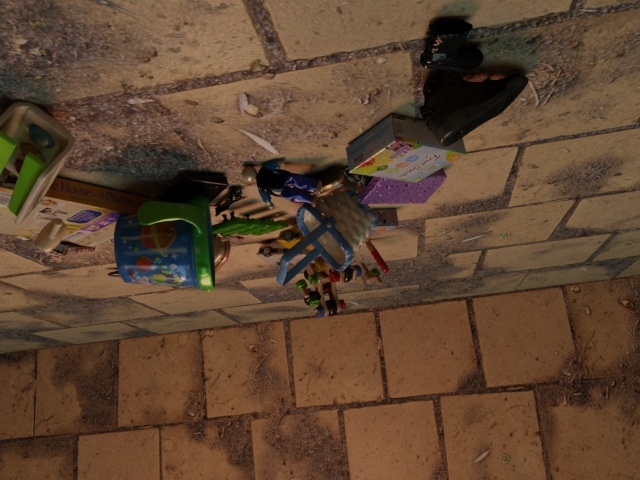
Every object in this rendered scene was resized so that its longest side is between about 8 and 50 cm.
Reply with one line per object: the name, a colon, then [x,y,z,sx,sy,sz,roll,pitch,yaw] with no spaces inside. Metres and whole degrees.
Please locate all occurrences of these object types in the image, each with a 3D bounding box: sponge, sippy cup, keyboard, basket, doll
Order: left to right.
sippy cup: [-0.380,0.014,1.573,0.224,0.305,0.240,-5,-153,-6]
keyboard: [-0.319,-0.103,1.667,0.201,0.033,0.317,6,161,-31]
doll: [-0.097,-0.132,1.528,0.189,0.046,0.129,18,117,-12]
basket: [0.000,0.000,1.719,0.289,0.201,0.255,-44,173,-19]
sponge: [0.210,-0.137,1.640,0.210,0.031,0.117,-2,148,-30]

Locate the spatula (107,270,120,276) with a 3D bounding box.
spatula: [-0.611,0.118,2.304,0.296,0.030,0.084,2,164,-26]

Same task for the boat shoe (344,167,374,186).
boat shoe: [0.108,-0.157,1.612,0.046,0.038,0.125,-18,160,36]

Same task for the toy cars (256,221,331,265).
toy cars: [-0.069,0.003,2.014,0.176,0.087,0.394,16,161,-19]

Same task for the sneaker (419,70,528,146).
sneaker: [0.281,-0.280,1.205,0.227,0.130,0.087,-31,163,-14]

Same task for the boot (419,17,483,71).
boot: [0.228,-0.329,1.072,0.121,0.045,0.099,-3,160,-8]

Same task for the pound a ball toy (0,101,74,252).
pound a ball toy: [-0.563,-0.121,1.279,0.208,0.135,0.319,38,145,-17]

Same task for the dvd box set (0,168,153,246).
dvd box set: [-0.677,-0.074,1.584,0.308,0.062,0.420,-20,159,39]

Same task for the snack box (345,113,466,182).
snack box: [0.191,-0.201,1.439,0.207,0.070,0.174,3,161,-33]

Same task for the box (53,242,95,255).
box: [-0.714,0.015,1.806,0.094,0.027,0.137,17,-176,12]

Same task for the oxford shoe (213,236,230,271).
oxford shoe: [-0.429,0.056,2.008,0.348,0.123,0.130,-19,154,35]

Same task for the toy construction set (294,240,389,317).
toy construction set: [0.049,0.089,2.209,0.309,0.237,0.257,-26,148,-6]

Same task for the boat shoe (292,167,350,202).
boat shoe: [-0.004,-0.125,1.608,0.178,0.064,0.060,-17,135,32]

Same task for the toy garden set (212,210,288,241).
toy garden set: [-0.243,-0.040,1.820,0.204,0.049,0.244,-16,172,28]

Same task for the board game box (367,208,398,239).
board game box: [0.137,-0.045,1.959,0.194,0.060,0.194,-5,163,1]
